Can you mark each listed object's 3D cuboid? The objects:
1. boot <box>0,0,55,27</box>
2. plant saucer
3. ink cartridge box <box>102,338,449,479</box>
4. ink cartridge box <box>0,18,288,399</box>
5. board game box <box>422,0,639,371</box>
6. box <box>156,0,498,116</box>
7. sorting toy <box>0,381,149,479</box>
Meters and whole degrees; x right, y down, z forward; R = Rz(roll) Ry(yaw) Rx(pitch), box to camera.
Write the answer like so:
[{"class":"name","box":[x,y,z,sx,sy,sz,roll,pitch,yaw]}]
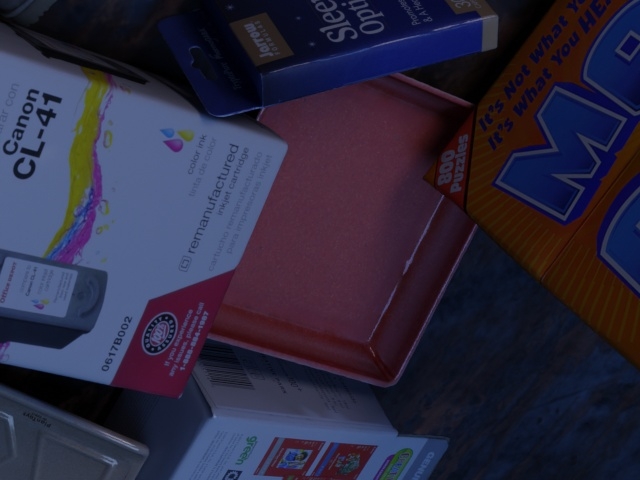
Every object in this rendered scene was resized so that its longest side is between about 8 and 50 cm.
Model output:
[{"class":"boot","box":[-0.235,-0.250,1.283,0.208,0.076,0.189,32,106,-35]},{"class":"plant saucer","box":[0.014,-0.023,1.582,0.259,0.048,0.258,19,103,-37]},{"class":"ink cartridge box","box":[-0.077,0.240,1.733,0.272,0.130,0.309,11,122,-37]},{"class":"ink cartridge box","box":[-0.206,-0.028,1.389,0.306,0.131,0.226,15,103,-42]},{"class":"board game box","box":[0.383,-0.043,1.539,0.356,0.356,0.356,30,100,-42]},{"class":"box","box":[0.002,-0.165,1.423,0.225,0.136,0.036,-17,134,-15]},{"class":"sorting toy","box":[-0.270,0.206,1.629,0.193,0.038,0.208,25,119,-11]}]
